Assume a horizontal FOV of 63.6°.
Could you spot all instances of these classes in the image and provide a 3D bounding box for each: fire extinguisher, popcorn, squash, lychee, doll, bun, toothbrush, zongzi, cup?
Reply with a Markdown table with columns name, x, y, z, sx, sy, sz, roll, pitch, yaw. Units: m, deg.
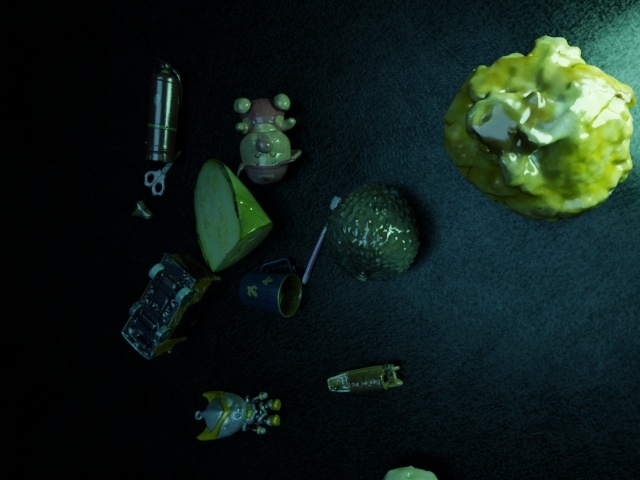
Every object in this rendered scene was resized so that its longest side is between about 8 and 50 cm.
| name | x | y | z | sx | sy | sz | roll | pitch | yaw |
| --- | --- | --- | --- | --- | --- | --- | --- | --- | --- |
| fire extinguisher | -0.527 | -0.433 | 1.710 | 0.141 | 0.105 | 0.342 | 8 | 96 | 28 |
| popcorn | 0.475 | -0.238 | 1.151 | 0.390 | 0.354 | 0.344 | 37 | 88 | -25 |
| squash | -0.309 | -0.104 | 1.571 | 0.309 | 0.210 | 0.233 | 50 | 129 | 7 |
| lychee | 0.139 | -0.018 | 1.370 | 0.255 | 0.255 | 0.275 | 1 | 63 | 25 |
| doll | -0.160 | -0.295 | 1.524 | 0.196 | 0.152 | 0.256 | -3 | 93 | 27 |
| bun | 0.268 | 0.720 | 1.407 | 0.230 | 0.133 | 0.231 | 6 | 101 | 33 |
| toothbrush | 0.000 | 0.000 | 1.544 | 0.025 | 0.020 | 0.287 | 29 | 105 | 29 |
| doll | -0.274 | 0.565 | 1.667 | 0.315 | 0.103 | 0.146 | -9 | 86 | 20 |
| zongzi | -0.629 | -0.088 | 1.820 | 0.076 | 0.040 | 0.083 | 48 | 123 | 7 |
| cup | -0.149 | 0.138 | 1.575 | 0.155 | 0.131 | 0.177 | 4 | 66 | 28 |

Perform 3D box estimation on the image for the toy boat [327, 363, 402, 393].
| name | x | y | z | sx | sy | sz | roll | pitch | yaw |
| --- | --- | --- | --- | --- | --- | --- | --- | --- | --- |
| toy boat | 0.122 | 0.400 | 1.478 | 0.225 | 0.088 | 0.068 | -15 | 88 | 24 |

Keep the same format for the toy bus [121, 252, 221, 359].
| name | x | y | z | sx | sy | sz | roll | pitch | yaw |
| --- | --- | --- | --- | --- | --- | --- | --- | --- | --- |
| toy bus | -0.486 | 0.209 | 1.687 | 0.161 | 0.194 | 0.324 | 37 | 104 | 18 |

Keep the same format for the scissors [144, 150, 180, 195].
| name | x | y | z | sx | sy | sz | roll | pitch | yaw |
| --- | --- | --- | --- | --- | --- | --- | --- | --- | --- |
| scissors | -0.538 | -0.241 | 1.779 | 0.189 | 0.015 | 0.100 | -45 | 77 | 18 |
